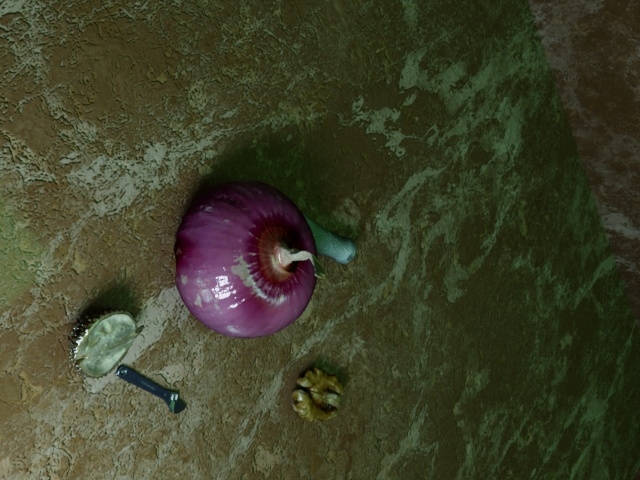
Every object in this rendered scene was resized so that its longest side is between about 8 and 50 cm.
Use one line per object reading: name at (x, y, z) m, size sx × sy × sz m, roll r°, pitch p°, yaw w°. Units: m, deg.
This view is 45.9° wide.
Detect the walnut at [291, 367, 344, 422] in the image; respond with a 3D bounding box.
walnut at (-0.013, 0.412, 2.006) m, size 0.170 × 0.069 × 0.142 m, roll 32°, pitch 70°, yaw -42°

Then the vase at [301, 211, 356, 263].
vase at (0.000, 0.000, 1.969) m, size 0.219 × 0.096 × 0.096 m, roll 23°, pitch 78°, yaw -45°

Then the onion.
onion at (-0.140, 0.034, 1.701) m, size 0.358 × 0.345 × 0.358 m, roll -19°, pitch 90°, yaw -73°

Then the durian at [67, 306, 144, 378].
durian at (-0.448, 0.197, 1.561) m, size 0.189 × 0.091 × 0.148 m, roll -15°, pitch 116°, yaw -45°

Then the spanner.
spanner at (-0.377, 0.334, 1.692) m, size 0.208 × 0.012 × 0.046 m, roll 41°, pitch 67°, yaw -37°
